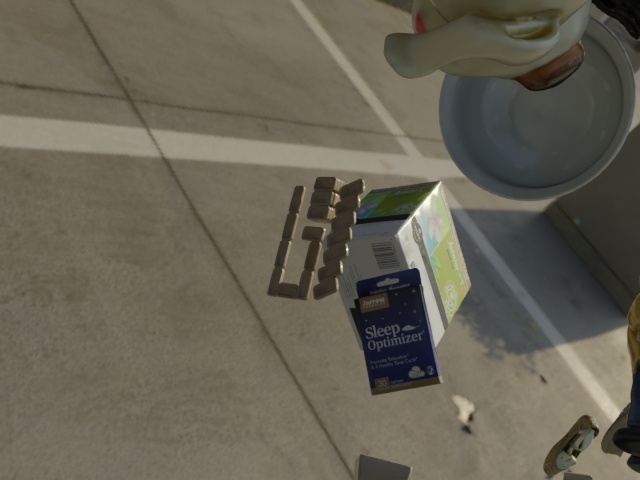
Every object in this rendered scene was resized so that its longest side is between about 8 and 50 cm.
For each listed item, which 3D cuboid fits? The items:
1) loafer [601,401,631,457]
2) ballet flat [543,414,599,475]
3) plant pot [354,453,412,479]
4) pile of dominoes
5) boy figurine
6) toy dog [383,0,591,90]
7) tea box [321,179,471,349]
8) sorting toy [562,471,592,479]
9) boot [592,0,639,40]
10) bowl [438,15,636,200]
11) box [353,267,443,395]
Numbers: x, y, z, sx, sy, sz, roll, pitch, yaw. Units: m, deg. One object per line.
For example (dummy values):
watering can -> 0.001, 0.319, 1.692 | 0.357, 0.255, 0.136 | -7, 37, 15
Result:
loafer -> 0.611, 0.310, 1.280 | 0.092, 0.269, 0.101 | 44, 32, 22
ballet flat -> 0.685, 0.566, 1.945 | 0.073, 0.206, 0.067 | 31, 7, -13
plant pot -> 0.118, 0.504, 1.456 | 0.108, 0.109, 0.096 | 14, 66, 3
pile of dominoes -> 0.000, 0.000, 1.390 | 0.040, 0.195, 0.251 | 22, 79, -42
boy figurine -> 0.412, 0.132, 0.837 | 0.177, 0.092, 0.285 | 51, 52, -33
toy dog -> 0.211, -0.332, 0.761 | 0.285, 0.395, 0.408 | 55, -10, 15
tea box -> 0.208, 0.063, 1.850 | 0.323, 0.219, 0.329 | -47, 124, -50
sorting toy -> 0.529, 0.502, 1.440 | 0.083, 0.062, 0.012 | 6, 14, 5
boot -> 0.498, -0.411, 0.919 | 0.260, 0.348, 0.131 | 51, 13, 11
bowl -> 0.349, -0.209, 1.128 | 0.298, 0.298, 0.134 | 54, 28, 19
box -> 0.143, 0.173, 1.365 | 0.036, 0.136, 0.226 | 24, 53, -67
